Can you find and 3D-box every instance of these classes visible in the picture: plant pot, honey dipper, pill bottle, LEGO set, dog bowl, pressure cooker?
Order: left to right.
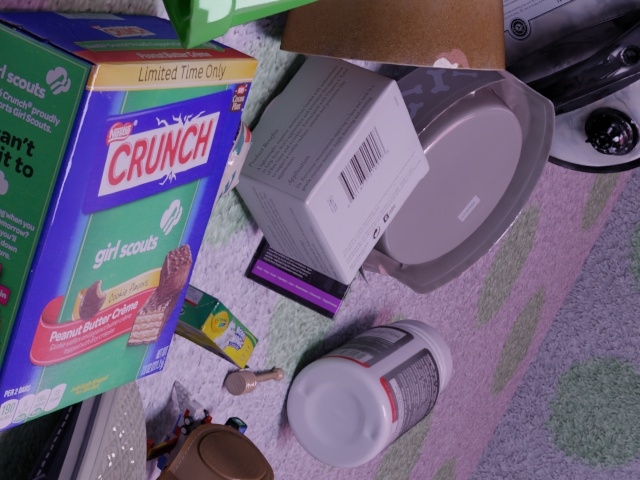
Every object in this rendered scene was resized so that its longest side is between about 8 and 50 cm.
[{"bbox_3d":[-0.191,0.281,1.734,0.244,0.060,0.182,-46,155,-17],"label":"LEGO set"},{"bbox_3d":[-0.082,0.180,1.894,0.030,0.030,0.161,-68,164,7],"label":"honey dipper"},{"bbox_3d":[0.082,0.217,2.143,0.283,0.161,0.161,-23,134,-61],"label":"pill bottle"},{"bbox_3d":[0.086,-0.312,1.504,0.237,0.237,0.254,-13,110,-65],"label":"plant pot"},{"bbox_3d":[0.154,-0.089,1.929,0.349,0.102,0.349,-31,144,-25],"label":"dog bowl"},{"bbox_3d":[0.423,-0.302,2.086,0.420,0.375,0.370,-45,155,-45],"label":"pressure cooker"}]

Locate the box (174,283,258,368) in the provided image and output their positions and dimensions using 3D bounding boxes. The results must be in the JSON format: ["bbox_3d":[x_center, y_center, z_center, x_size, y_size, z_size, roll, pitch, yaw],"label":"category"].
[{"bbox_3d":[-0.132,0.084,1.541,0.043,0.105,0.179,-60,160,-13],"label":"box"}]

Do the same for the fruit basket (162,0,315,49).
[{"bbox_3d":[-0.119,-0.328,0.991,0.392,0.283,0.392,-10,131,-12],"label":"fruit basket"}]

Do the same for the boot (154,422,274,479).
[{"bbox_3d":[-0.177,0.332,1.644,0.220,0.109,0.283,-49,176,22],"label":"boot"}]

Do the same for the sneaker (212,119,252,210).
[{"bbox_3d":[-0.114,-0.053,1.496,0.161,0.057,0.075,-65,155,-9],"label":"sneaker"}]

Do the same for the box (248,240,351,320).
[{"bbox_3d":[0.000,0.000,1.756,0.162,0.116,0.029,-63,179,-3],"label":"box"}]

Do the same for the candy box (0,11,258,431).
[{"bbox_3d":[-0.199,-0.025,1.223,0.268,0.122,0.317,-16,127,-64],"label":"candy box"}]

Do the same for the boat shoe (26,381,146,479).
[{"bbox_3d":[-0.292,0.338,1.379,0.187,0.156,0.500,75,29,-57],"label":"boat shoe"}]

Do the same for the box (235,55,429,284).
[{"bbox_3d":[0.012,-0.081,1.638,0.181,0.119,0.182,-54,148,-17],"label":"box"}]
